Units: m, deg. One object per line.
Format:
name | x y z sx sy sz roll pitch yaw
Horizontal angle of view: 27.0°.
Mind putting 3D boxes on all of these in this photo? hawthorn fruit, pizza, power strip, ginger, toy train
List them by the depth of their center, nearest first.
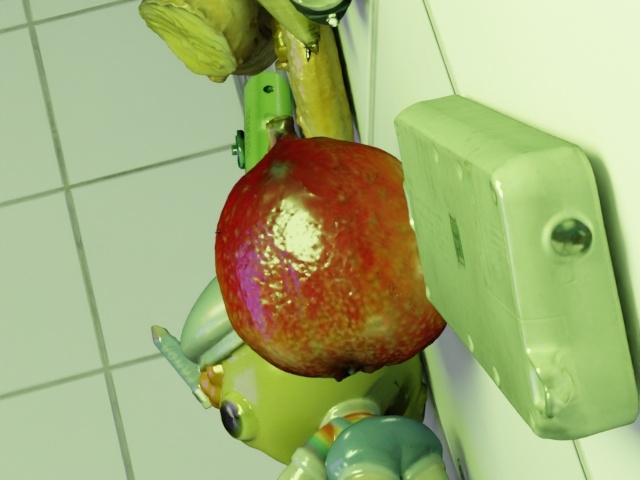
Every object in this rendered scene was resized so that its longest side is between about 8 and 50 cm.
power strip | 0.083 0.001 0.625 0.270 0.046 0.118 -118 16 -77
hawthorn fruit | 0.009 0.002 0.917 0.169 0.169 0.188 144 115 -86
pizza | -0.016 -0.183 1.236 0.161 0.062 0.182 -101 -3 -59
ginger | -0.092 -0.235 1.339 0.190 0.126 0.354 -63 -1 17
toy train | -0.071 -0.113 1.820 0.157 0.105 0.253 91 177 -49

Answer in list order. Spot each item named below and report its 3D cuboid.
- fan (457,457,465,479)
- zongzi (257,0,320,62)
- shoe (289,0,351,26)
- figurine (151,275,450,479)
fan | 0.126 0.230 1.132 0.085 0.005 0.133 -109 5 -53
zongzi | -0.051 -0.288 1.143 0.228 0.115 0.256 -94 -21 -75
shoe | -0.013 -0.229 1.003 0.099 0.071 0.169 69 -176 -69
figurine | 0.037 0.131 1.139 0.382 0.224 0.205 43 137 41
